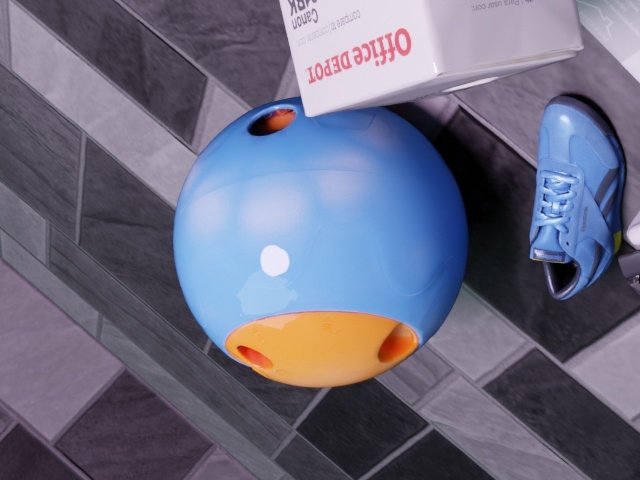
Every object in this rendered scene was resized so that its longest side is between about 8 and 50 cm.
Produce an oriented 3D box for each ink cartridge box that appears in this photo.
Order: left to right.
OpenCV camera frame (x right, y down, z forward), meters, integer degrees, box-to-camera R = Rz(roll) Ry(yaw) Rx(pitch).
[{"bbox_3d":[0.046,-0.229,0.733,0.197,0.114,0.272,-4,100,66],"label":"ink cartridge box"}]

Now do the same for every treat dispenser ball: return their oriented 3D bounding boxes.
[{"bbox_3d":[0.000,0.000,1.104,0.288,0.288,0.288,33,153,19],"label":"treat dispenser ball"}]

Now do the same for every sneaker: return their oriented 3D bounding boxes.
[{"bbox_3d":[0.219,-0.030,0.993,0.069,0.082,0.209,25,148,35],"label":"sneaker"}]

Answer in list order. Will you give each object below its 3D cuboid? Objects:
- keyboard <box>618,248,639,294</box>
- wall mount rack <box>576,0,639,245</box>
[{"bbox_3d":[0.388,0.023,0.796,0.202,0.033,0.317,26,151,-30],"label":"keyboard"},{"bbox_3d":[0.243,-0.131,0.745,0.350,0.130,0.304,44,154,-5],"label":"wall mount rack"}]
